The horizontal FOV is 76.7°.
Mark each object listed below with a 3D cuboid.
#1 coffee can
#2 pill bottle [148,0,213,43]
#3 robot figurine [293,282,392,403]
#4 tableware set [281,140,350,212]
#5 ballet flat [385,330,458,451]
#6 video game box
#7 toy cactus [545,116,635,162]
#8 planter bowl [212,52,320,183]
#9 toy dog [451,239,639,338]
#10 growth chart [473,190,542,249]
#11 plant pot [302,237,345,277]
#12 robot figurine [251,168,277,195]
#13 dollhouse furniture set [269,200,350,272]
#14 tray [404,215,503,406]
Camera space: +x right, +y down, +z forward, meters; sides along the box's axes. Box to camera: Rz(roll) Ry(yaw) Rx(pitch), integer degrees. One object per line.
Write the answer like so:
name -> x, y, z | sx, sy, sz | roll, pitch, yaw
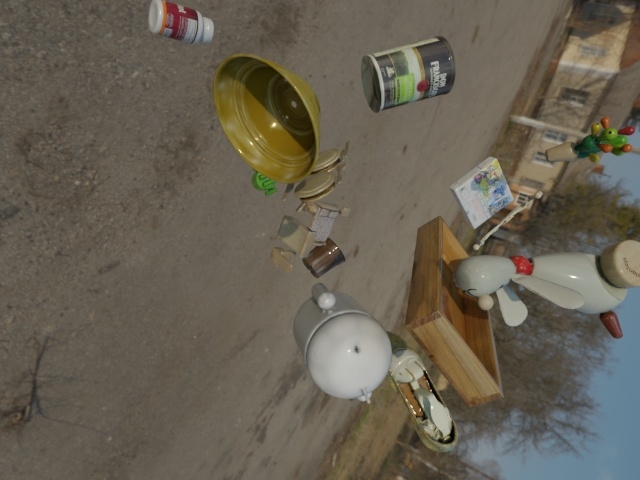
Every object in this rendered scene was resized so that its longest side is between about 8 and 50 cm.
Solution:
coffee can -> 0.308, -0.592, 1.450 | 0.276, 0.201, 0.201 | -17, 144, -5
pill bottle -> -0.370, -0.580, 1.084 | 0.152, 0.086, 0.086 | -5, 118, -41
robot figurine -> 0.047, 0.245, 0.991 | 0.200, 0.353, 0.299 | -26, 106, -8
tableware set -> 0.000, -0.128, 0.820 | 0.194, 0.128, 0.039 | -77, 146, -53
ballet flat -> 0.264, 0.401, 1.104 | 0.123, 0.348, 0.123 | -25, 165, -7
video game box -> 0.598, -0.174, 1.499 | 0.187, 0.048, 0.205 | -36, 120, 4
toy cactus -> 0.676, -0.247, 1.032 | 0.219, 0.181, 0.112 | -27, 105, -68
planter bowl -> -0.067, -0.209, 0.667 | 0.090, 0.217, 0.217 | -45, 150, -35
toy dog -> 0.414, 0.102, 0.721 | 0.220, 0.334, 0.160 | 59, 24, -70
growth chart -> 0.511, -0.055, 1.111 | 0.237, 0.021, 0.172 | -49, 163, 31
plant pot -> 0.009, 0.091, 2.018 | 0.165, 0.167, 0.167 | -38, 149, -15
robot figurine -> -0.182, -0.192, 1.287 | 0.067, 0.115, 0.101 | -31, 103, -17
dollhouse furniture set -> 0.000, 0.000, 1.777 | 0.356, 0.174, 0.303 | 4, 115, -46
tray -> 0.279, 0.119, 0.863 | 0.076, 0.202, 0.411 | -32, -167, 28
